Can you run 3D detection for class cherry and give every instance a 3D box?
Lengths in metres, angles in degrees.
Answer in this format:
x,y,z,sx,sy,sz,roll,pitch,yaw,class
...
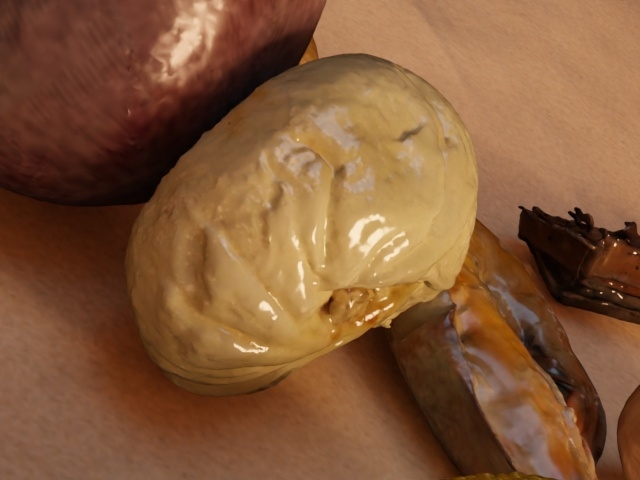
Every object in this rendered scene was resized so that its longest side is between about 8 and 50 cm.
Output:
x,y,z,sx,sy,sz,roll,pitch,yaw,class
-0.095,-0.115,0.728,0.183,0.266,0.213,49,15,-11,cherry

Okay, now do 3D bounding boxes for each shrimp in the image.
x,y,z,sx,sy,sz,roll,pitch,yaw,class
0.110,0.085,0.807,0.164,0.062,0.317,20,34,-40,shrimp

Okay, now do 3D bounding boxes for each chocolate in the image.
x,y,z,sx,sy,sz,roll,pitch,yaw,class
0.269,0.041,1.033,0.329,0.065,0.102,17,16,-32,chocolate

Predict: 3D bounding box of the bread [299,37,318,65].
x,y,z,sx,sy,sz,roll,pitch,yaw,class
-0.077,-0.131,0.901,0.114,0.077,0.189,-28,67,-36,bread

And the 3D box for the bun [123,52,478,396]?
x,y,z,sx,sy,sz,roll,pitch,yaw,class
0.000,0.000,0.701,0.111,0.164,0.188,44,30,17,bun

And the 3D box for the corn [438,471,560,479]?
x,y,z,sx,sy,sz,roll,pitch,yaw,class
0.008,0.141,0.577,0.313,0.102,0.102,5,42,-43,corn

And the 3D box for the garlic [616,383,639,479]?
x,y,z,sx,sy,sz,roll,pitch,yaw,class
0.244,0.116,0.828,0.198,0.128,0.090,24,23,-30,garlic
